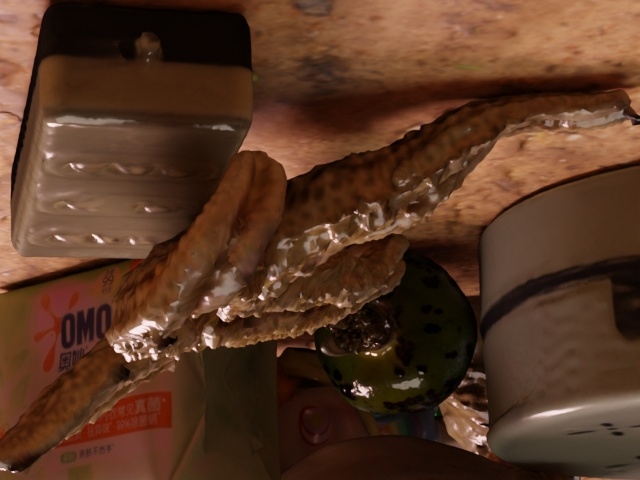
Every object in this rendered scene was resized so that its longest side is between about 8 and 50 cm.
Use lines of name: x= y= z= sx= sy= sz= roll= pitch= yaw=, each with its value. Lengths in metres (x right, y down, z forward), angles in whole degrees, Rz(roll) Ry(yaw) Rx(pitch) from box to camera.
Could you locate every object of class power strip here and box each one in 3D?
power strip: x=0.274 y=0.059 z=1.218 sx=0.357 sy=0.161 sz=0.357 roll=-1 pitch=163 yaw=0
power strip: x=-0.106 y=-0.050 z=0.934 sx=0.105 sy=0.070 sz=0.257 roll=0 pitch=163 yaw=-13

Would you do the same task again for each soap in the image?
soap: x=-0.138 y=0.117 z=1.310 sx=0.199 sy=0.182 sz=0.138 roll=-14 pitch=158 yaw=36

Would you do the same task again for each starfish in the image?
starfish: x=0.000 y=0.000 z=0.996 sx=0.432 sy=0.082 sz=0.324 roll=-20 pitch=165 yaw=-48

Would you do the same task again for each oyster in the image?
oyster: x=0.170 y=0.149 z=1.484 sx=0.161 sy=0.107 sz=0.233 roll=-6 pitch=126 yaw=6

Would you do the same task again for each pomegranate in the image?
pomegranate: x=0.047 y=0.066 z=1.270 sx=0.122 sy=0.122 sz=0.161 roll=-10 pitch=171 yaw=23

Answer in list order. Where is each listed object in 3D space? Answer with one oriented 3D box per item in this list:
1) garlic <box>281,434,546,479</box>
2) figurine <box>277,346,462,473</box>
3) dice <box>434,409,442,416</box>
garlic: x=0.026 y=0.309 z=1.318 sx=0.246 sy=0.340 sz=0.231 roll=15 pitch=-177 yaw=-30
figurine: x=0.004 y=0.194 z=1.541 sx=0.381 sy=0.225 sz=0.205 roll=5 pitch=180 yaw=-34
dice: x=0.172 y=0.225 z=1.831 sx=0.120 sy=0.131 sz=0.128 roll=-2 pitch=162 yaw=-4
